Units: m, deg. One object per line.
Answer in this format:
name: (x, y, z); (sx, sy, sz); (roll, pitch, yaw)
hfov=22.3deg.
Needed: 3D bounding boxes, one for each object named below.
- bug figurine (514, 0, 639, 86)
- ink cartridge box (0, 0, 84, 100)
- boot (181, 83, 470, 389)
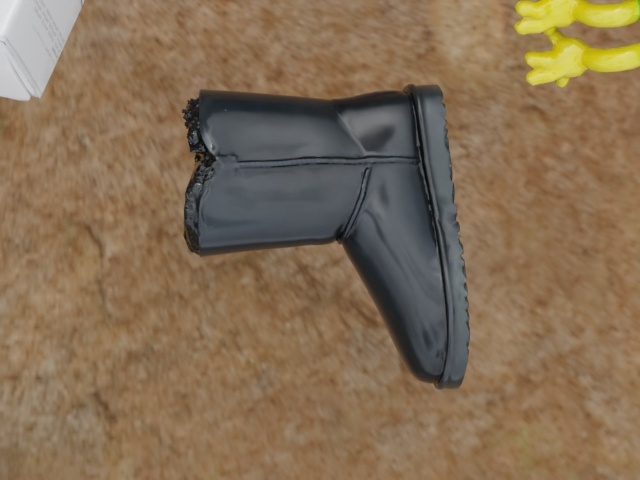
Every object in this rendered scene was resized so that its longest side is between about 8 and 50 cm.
bug figurine: (0.151, -0.152, 0.456); (0.279, 0.072, 0.216); (-26, 127, -16)
ink cartridge box: (-0.255, -0.230, 1.235); (0.158, 0.092, 0.218); (13, 69, 16)
boot: (0.000, 0.000, 1.237); (0.207, 0.094, 0.247); (-5, 82, -7)
